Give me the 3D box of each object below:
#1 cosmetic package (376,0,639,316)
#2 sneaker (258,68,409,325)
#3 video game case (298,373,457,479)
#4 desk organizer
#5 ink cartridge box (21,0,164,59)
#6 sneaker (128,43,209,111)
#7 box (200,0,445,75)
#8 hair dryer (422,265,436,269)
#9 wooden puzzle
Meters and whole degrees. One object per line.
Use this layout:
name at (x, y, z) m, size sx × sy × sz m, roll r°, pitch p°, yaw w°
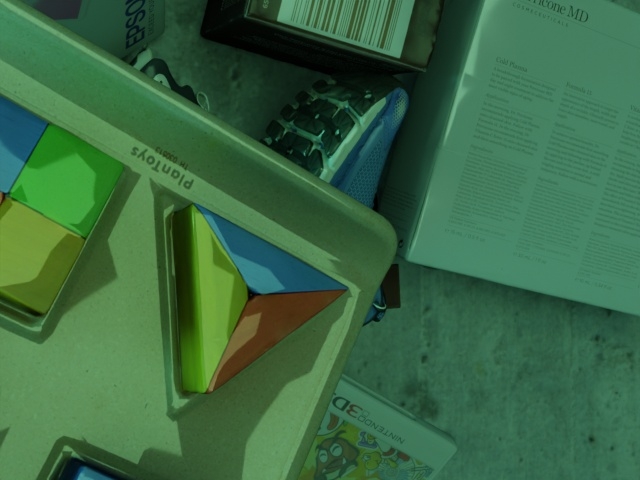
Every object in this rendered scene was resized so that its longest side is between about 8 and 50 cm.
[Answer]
cosmetic package at (0.265, -0.086, 0.927) m, size 0.377 × 0.097 × 0.285 m, roll 14°, pitch 99°, yaw -24°
sneaker at (0.000, 0.000, 0.845) m, size 0.147 × 0.130 × 0.330 m, roll 15°, pitch 111°, yaw -29°
video game case at (-0.017, 0.228, 0.852) m, size 0.206 × 0.026 × 0.227 m, roll 33°, pitch 102°, yaw -22°
desk organizer at (0.047, 0.006, 0.932) m, size 0.050 × 0.047 × 0.130 m, roll -2°, pitch 89°, yaw -24°
ink cartridge box at (-0.258, -0.175, 0.669) m, size 0.330 × 0.324 × 0.071 m, roll -39°, pitch 82°, yaw -19°
sneaker at (-0.198, -0.107, 0.811) m, size 0.234 × 0.094 × 0.153 m, roll 8°, pitch 82°, yaw -24°
box at (0.005, -0.248, 0.825) m, size 0.168 × 0.203 × 0.167 m, roll 12°, pitch 94°, yaw -19°
hair dryer at (0.184, -0.125, 0.973) m, size 0.223 × 0.080 × 0.294 m, roll -8°, pitch 90°, yaw -23°
wooden puzzle at (-0.140, 0.075, 0.507) m, size 0.322 × 0.080 × 0.348 m, roll 30°, pitch 78°, yaw -19°
